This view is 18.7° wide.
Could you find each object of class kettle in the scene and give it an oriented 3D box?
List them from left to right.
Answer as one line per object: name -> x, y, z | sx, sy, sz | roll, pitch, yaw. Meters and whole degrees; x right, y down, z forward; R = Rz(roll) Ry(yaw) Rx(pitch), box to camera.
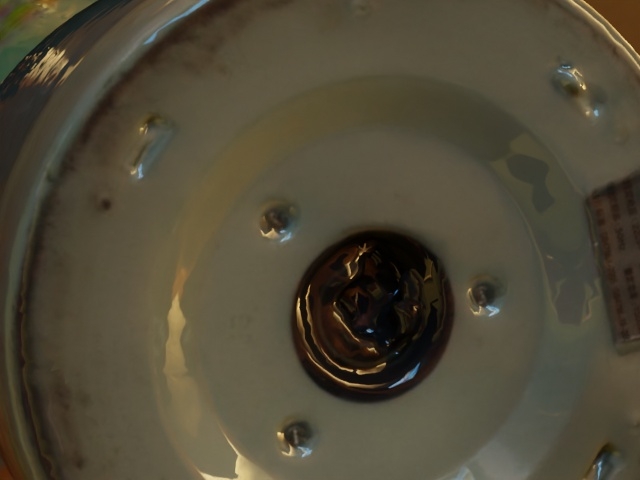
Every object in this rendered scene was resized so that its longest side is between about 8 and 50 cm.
kettle -> 0.000, 0.000, 0.788 | 0.342, 0.319, 0.247 | -159, -117, -70

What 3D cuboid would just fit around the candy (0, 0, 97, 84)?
candy -> -0.077, -0.103, 1.124 | 0.398, 0.263, 0.172 | 49, -19, 12
